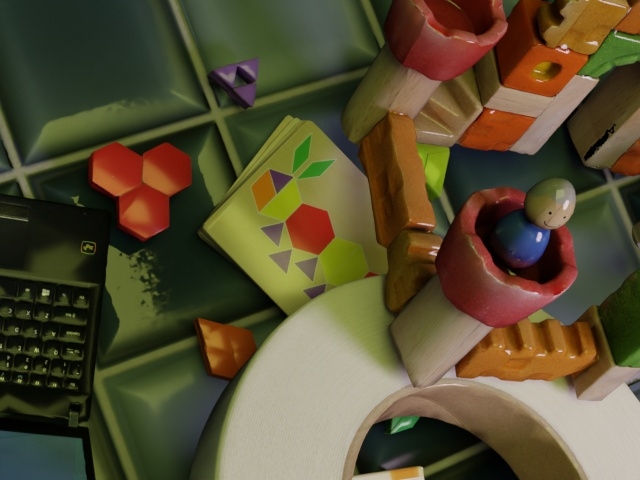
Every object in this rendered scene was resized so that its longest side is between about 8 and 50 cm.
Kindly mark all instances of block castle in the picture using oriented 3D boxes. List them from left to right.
[{"bbox_3d":[0.261,-0.044,0.921,0.453,0.213,0.303,7,53,-23],"label":"block castle"}]

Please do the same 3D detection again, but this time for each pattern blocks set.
[{"bbox_3d":[0.000,0.000,0.979,0.285,0.026,0.325,-38,93,-24],"label":"pattern blocks set"}]

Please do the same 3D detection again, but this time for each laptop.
[{"bbox_3d":[-0.257,0.066,0.806,0.234,0.136,0.264,10,69,-18],"label":"laptop"}]

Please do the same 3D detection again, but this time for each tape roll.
[{"bbox_3d":[0.094,0.207,0.859,0.392,0.072,0.392,13,57,-20],"label":"tape roll"}]

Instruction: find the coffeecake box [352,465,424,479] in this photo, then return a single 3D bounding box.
[{"bbox_3d":[-0.007,0.253,0.900,0.185,0.068,0.142,-4,78,-20],"label":"coffeecake box"}]
